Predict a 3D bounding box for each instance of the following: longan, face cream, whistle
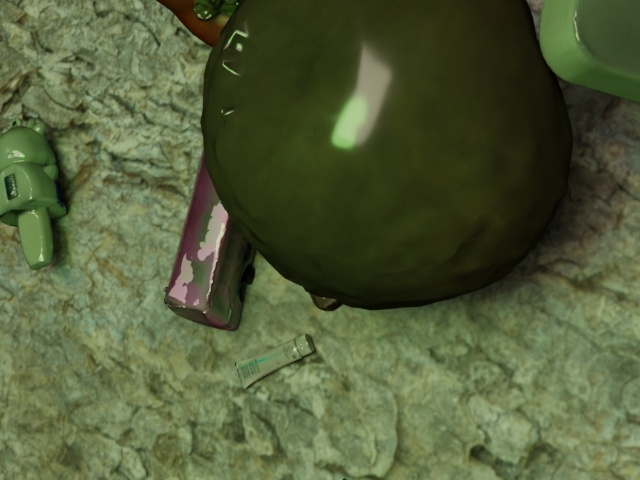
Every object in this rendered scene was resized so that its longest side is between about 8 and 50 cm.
[{"bbox_3d":[0.062,-0.136,1.224,0.404,0.404,0.435,-21,92,19],"label":"longan"},{"bbox_3d":[-0.061,0.155,1.433,0.115,0.020,0.038,-27,70,19],"label":"face cream"},{"bbox_3d":[-0.424,-0.072,1.607,0.110,0.092,0.244,-23,69,17],"label":"whistle"}]

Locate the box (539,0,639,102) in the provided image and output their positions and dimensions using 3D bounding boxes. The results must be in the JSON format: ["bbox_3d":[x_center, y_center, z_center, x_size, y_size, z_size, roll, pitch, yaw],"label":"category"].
[{"bbox_3d":[0.418,-0.312,1.162,0.373,0.090,0.367,13,81,-17],"label":"box"}]

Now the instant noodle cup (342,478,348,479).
[{"bbox_3d":[0.015,0.387,1.287,0.168,0.168,0.185,38,88,26],"label":"instant noodle cup"}]

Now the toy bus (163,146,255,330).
[{"bbox_3d":[-0.130,-0.023,1.456,0.090,0.112,0.274,11,84,19],"label":"toy bus"}]

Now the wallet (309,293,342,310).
[{"bbox_3d":[0.000,0.000,1.435,0.095,0.026,0.176,-33,67,18],"label":"wallet"}]

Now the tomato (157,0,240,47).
[{"bbox_3d":[-0.090,-0.412,1.424,0.321,0.321,0.321,-5,77,24],"label":"tomato"}]
